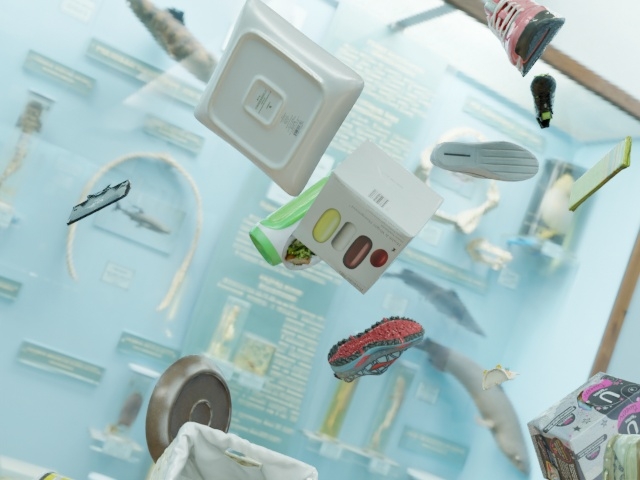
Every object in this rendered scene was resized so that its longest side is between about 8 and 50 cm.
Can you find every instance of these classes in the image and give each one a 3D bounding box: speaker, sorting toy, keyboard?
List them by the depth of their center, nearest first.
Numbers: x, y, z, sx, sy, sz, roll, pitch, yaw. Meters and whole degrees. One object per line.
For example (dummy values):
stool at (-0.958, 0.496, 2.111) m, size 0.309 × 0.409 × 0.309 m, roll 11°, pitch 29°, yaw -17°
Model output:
sorting toy at (0.436, 0.324, 1.892) m, size 0.075 × 0.044 × 0.083 m, roll 8°, pitch -30°, yaw -38°
keyboard at (-0.531, -0.091, 1.943) m, size 0.192 × 0.100 × 0.038 m, roll -22°, pitch -53°, yaw 22°
speaker at (-0.032, -0.062, 2.011) m, size 0.131 × 0.297 × 0.131 m, roll 51°, pitch -12°, yaw 15°

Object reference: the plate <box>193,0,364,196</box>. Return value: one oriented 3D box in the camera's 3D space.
plate at (-0.094, -0.257, 1.461) m, size 0.278 × 0.277 × 0.045 m, roll 39°, pitch 31°, yaw 11°

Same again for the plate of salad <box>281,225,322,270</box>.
plate of salad at (0.000, 0.000, 1.800) m, size 0.048 × 0.200 × 0.200 m, roll 48°, pitch 9°, yaw 30°

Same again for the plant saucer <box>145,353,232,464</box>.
plant saucer at (-0.320, 0.449, 2.025) m, size 0.050 × 0.310 × 0.311 m, roll 2°, pitch -16°, yaw 34°

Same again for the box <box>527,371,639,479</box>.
box at (0.622, 0.437, 1.802) m, size 0.142 × 0.247 × 0.163 m, roll 11°, pitch -56°, yaw 61°

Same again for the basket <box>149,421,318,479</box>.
basket at (-0.221, 0.612, 1.681) m, size 0.329 × 0.331 × 0.266 m, roll 25°, pitch -37°, yaw -16°

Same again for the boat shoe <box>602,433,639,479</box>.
boat shoe at (0.397, 0.387, 0.991) m, size 0.105 × 0.285 × 0.089 m, roll 16°, pitch -15°, yaw -18°

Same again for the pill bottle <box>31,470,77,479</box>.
pill bottle at (-0.270, 0.305, 0.886) m, size 0.117 × 0.065 × 0.065 m, roll 13°, pitch -7°, yaw 14°

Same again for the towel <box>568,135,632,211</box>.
towel at (0.716, -0.167, 2.032) m, size 0.021 × 0.102 × 0.237 m, roll 27°, pitch -33°, yaw -6°

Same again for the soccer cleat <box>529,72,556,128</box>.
soccer cleat at (0.518, -0.322, 1.830) m, size 0.060 × 0.072 × 0.179 m, roll -10°, pitch -23°, yaw 13°

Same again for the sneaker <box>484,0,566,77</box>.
sneaker at (0.339, -0.372, 1.387) m, size 0.136 × 0.115 × 0.314 m, roll 36°, pitch 21°, yaw 5°

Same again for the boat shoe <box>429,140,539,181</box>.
boat shoe at (0.340, -0.172, 1.664) m, size 0.227 × 0.083 × 0.076 m, roll 11°, pitch 0°, yaw -5°

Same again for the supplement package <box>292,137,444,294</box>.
supplement package at (0.090, -0.045, 1.545) m, size 0.194 × 0.149 × 0.203 m, roll 40°, pitch -44°, yaw 5°

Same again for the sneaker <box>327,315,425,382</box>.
sneaker at (0.149, 0.286, 2.058) m, size 0.104 × 0.262 × 0.125 m, roll -113°, pitch -177°, yaw -49°
